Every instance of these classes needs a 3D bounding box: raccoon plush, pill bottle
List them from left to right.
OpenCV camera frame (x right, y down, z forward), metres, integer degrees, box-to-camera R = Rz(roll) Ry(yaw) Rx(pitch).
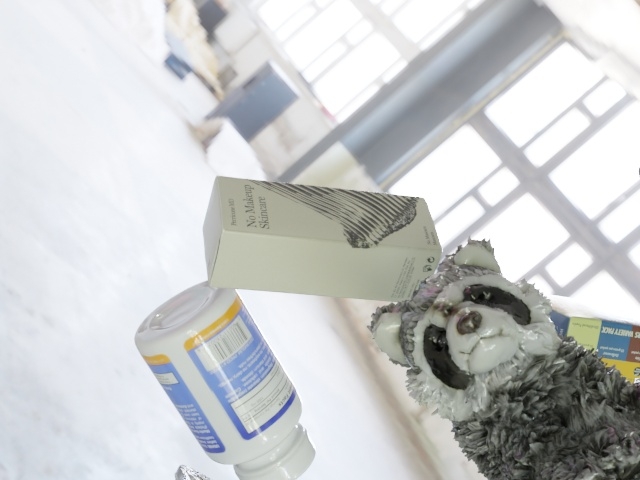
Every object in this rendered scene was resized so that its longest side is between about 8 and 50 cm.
[{"bbox_3d":[-0.117,0.200,1.460,0.272,0.152,0.152,61,4,-19],"label":"pill bottle"},{"bbox_3d":[0.200,0.211,1.188,0.299,0.216,0.446,46,-24,32],"label":"raccoon plush"}]

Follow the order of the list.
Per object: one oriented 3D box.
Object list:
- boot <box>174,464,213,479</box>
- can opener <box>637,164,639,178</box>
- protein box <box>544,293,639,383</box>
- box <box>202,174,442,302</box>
[{"bbox_3d":[-0.243,0.482,1.778,0.094,0.207,0.246,31,-4,-2],"label":"boot"},{"bbox_3d":[0.519,-0.186,1.432,0.076,0.283,0.095,15,40,-26],"label":"can opener"},{"bbox_3d":[0.342,0.188,1.506,0.136,0.200,0.201,9,6,-13],"label":"protein box"},{"bbox_3d":[0.000,0.000,1.339,0.275,0.094,0.113,5,40,-17],"label":"box"}]
